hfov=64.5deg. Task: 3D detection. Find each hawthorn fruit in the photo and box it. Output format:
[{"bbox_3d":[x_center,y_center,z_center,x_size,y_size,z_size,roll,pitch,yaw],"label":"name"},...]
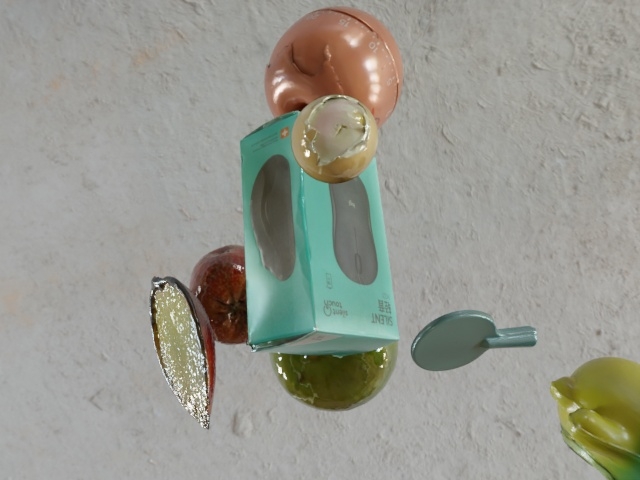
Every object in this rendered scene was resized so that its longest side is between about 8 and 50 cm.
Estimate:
[{"bbox_3d":[-0.246,0.144,1.434,0.275,0.299,0.276,-16,123,-26],"label":"hawthorn fruit"}]

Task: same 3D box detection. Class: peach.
[{"bbox_3d":[-0.211,0.173,0.839,0.279,0.068,0.189,60,140,26],"label":"peach"}]

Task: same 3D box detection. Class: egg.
[{"bbox_3d":[0.012,-0.091,0.473,0.080,0.096,0.080,0,78,-1],"label":"egg"}]

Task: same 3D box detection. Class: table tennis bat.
[{"bbox_3d":[0.277,0.179,0.902,0.244,0.040,0.153,-2,129,-14],"label":"table tennis bat"}]

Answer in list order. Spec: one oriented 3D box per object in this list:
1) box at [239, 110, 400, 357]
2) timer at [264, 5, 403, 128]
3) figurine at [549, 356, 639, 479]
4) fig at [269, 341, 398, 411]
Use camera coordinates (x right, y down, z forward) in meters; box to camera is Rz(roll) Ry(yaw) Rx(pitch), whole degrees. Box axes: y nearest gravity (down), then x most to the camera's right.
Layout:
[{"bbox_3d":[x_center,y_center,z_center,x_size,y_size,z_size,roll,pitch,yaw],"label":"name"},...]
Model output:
[{"bbox_3d":[0.000,0.000,0.725,0.118,0.205,0.312,-19,66,37],"label":"box"},{"bbox_3d":[0.023,-0.274,0.872,0.229,0.215,0.230,29,148,20],"label":"timer"},{"bbox_3d":[0.569,0.331,0.849,0.340,0.323,0.232,37,117,40],"label":"figurine"},{"bbox_3d":[0.039,0.232,1.164,0.316,0.316,0.316,3,111,9],"label":"fig"}]
